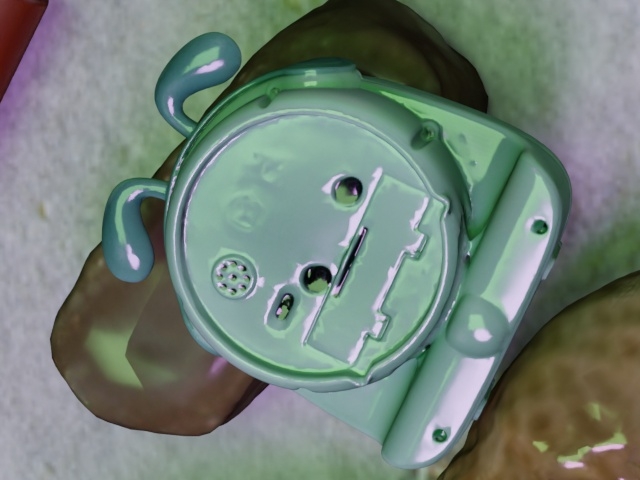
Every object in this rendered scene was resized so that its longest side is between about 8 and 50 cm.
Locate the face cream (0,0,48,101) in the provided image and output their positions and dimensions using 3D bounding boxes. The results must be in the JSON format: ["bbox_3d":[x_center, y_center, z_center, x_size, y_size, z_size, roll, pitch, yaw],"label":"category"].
[{"bbox_3d":[-0.229,-0.053,0.974,0.096,0.096,0.214,33,103,18],"label":"face cream"}]

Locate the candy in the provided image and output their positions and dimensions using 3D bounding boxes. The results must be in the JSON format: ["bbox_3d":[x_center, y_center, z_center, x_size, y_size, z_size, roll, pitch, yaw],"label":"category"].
[{"bbox_3d":[-0.024,-0.010,0.887,0.102,0.104,0.234,41,106,11],"label":"candy"}]

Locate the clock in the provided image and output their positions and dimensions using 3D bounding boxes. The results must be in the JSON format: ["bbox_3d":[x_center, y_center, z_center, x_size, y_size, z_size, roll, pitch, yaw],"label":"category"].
[{"bbox_3d":[0.000,0.000,0.794,0.189,0.060,0.148,24,106,7],"label":"clock"}]

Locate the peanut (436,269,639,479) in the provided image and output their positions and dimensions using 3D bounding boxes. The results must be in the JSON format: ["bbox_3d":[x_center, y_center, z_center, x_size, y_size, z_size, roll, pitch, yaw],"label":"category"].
[{"bbox_3d":[0.159,0.068,0.792,0.253,0.137,0.122,-25,114,30],"label":"peanut"}]
